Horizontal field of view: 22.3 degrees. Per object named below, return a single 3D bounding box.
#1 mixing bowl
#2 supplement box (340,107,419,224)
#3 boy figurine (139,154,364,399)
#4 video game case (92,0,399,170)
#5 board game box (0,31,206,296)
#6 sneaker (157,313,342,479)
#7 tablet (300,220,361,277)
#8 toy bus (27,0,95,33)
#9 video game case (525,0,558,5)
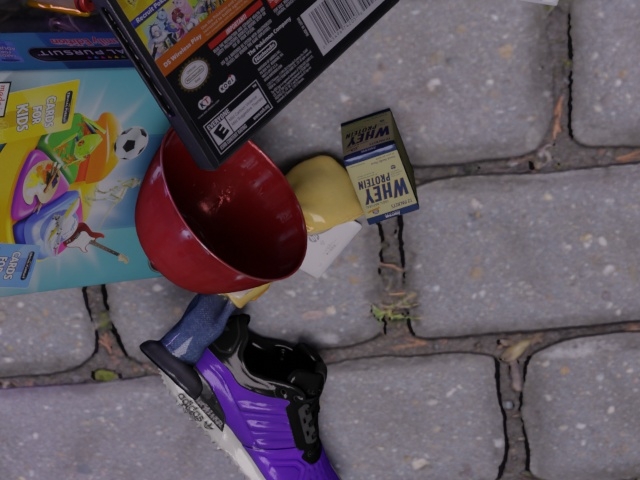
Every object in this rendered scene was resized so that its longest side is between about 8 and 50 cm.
[{"bbox_3d":[-0.110,-0.017,1.562,0.181,0.181,0.098,37,126,-21],"label":"mixing bowl"},{"bbox_3d":[0.061,-0.076,1.676,0.056,0.083,0.083,-18,120,9],"label":"supplement box"},{"bbox_3d":[-0.069,0.034,1.699,0.092,0.177,0.285,43,80,1],"label":"boy figurine"},{"bbox_3d":[-0.074,-0.245,1.504,0.275,0.035,0.248,-45,120,-24],"label":"video game case"},{"bbox_3d":[-0.239,-0.074,1.573,0.336,0.079,0.254,-7,128,-38],"label":"board game box"},{"bbox_3d":[-0.040,0.195,1.825,0.146,0.102,0.293,-34,116,17],"label":"sneaker"},{"bbox_3d":[0.000,0.000,1.766,0.054,0.006,0.083,31,115,-18],"label":"tablet"},{"bbox_3d":[-0.258,-0.291,1.527,0.191,0.202,0.104,29,71,-19],"label":"toy bus"},{"bbox_3d":[0.183,-0.281,1.599,0.122,0.011,0.087,7,120,-6],"label":"video game case"}]
